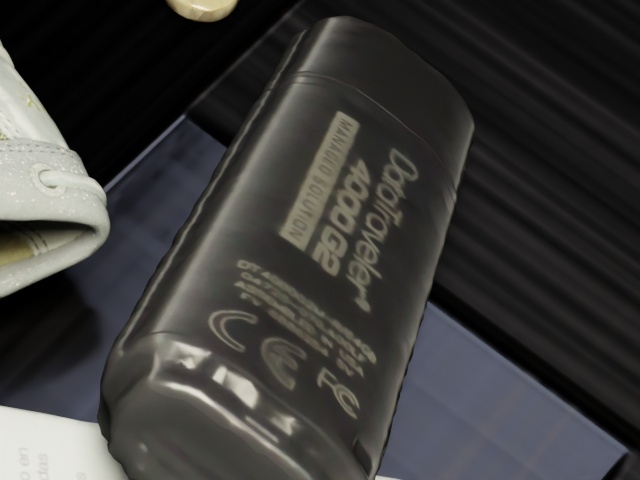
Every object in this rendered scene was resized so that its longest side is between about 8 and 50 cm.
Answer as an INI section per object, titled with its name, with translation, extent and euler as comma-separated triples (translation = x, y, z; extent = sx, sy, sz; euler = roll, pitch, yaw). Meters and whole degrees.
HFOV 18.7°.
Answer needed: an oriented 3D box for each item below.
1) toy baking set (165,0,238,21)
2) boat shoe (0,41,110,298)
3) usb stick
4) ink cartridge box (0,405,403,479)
[toy baking set]
translation = -0.085, -0.181, 0.755
extent = 0.256, 0.030, 0.197
euler = 13, 58, -3
[boat shoe]
translation = -0.216, 0.020, 0.561
extent = 0.320, 0.118, 0.103
euler = -25, 62, -31
[usb stick]
translation = 0.000, 0.000, 0.576
extent = 0.077, 0.045, 0.278
euler = 38, 24, -7
[ink cartridge box]
translation = -0.039, 0.200, 0.436
extent = 0.330, 0.071, 0.324
euler = 14, 54, -33
